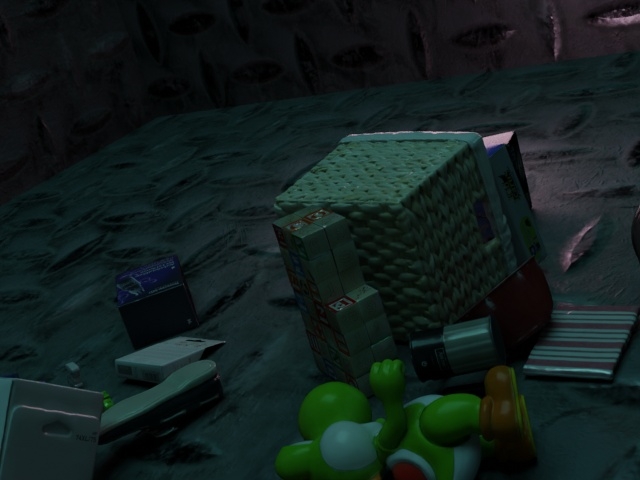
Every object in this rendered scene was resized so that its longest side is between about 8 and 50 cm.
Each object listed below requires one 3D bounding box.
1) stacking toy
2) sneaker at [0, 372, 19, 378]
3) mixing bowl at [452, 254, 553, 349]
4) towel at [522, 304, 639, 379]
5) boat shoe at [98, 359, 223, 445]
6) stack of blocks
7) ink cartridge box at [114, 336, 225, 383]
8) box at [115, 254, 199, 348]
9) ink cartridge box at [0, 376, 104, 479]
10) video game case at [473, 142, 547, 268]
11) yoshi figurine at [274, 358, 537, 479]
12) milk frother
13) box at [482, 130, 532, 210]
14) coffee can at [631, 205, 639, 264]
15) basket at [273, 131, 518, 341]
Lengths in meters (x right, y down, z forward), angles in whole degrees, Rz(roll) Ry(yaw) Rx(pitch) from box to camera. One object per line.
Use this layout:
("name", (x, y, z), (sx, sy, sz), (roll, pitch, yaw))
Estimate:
("stacking toy", (-0.514, 0.316, 1.796), (0.167, 0.052, 0.221), (-19, 25, -32))
("sneaker", (-0.676, 0.329, 1.885), (0.081, 0.090, 0.232), (-14, 0, 11))
("mixing bowl", (0.319, 0.118, 1.555), (0.181, 0.098, 0.181), (-38, -9, -7))
("towel", (0.425, 0.165, 1.505), (0.144, 0.029, 0.197), (-2, 28, 35))
("boat shoe", (-0.286, 0.299, 1.642), (0.255, 0.079, 0.095), (-29, 21, -33))
("stack of blocks", (0.028, 0.102, 1.587), (0.087, 0.297, 0.171), (-25, 21, -20))
("ink cartridge box", (-0.301, 0.240, 1.882), (0.145, 0.045, 0.179), (0, 9, 39))
("box", (-0.366, 0.132, 2.077), (0.153, 0.108, 0.207), (-20, 21, -8))
("ink cartridge box", (-0.523, 0.324, 1.497), (0.270, 0.197, 0.198), (-4, -17, 32))
("video game case", (0.283, -0.060, 1.827), (0.061, 0.244, 0.270), (-38, 22, -33))
("yoshi figurine", (0.109, 0.254, 1.327), (0.362, 0.203, 0.203), (-15, 5, 13))
("milk frother", (0.227, 0.172, 1.494), (0.135, 0.129, 0.143), (-14, 27, 19))
("box", (0.398, -0.132, 2.018), (0.078, 0.180, 0.147), (-11, 12, 20))
("coffee can", (0.600, 0.040, 1.434), (0.202, 0.201, 0.275), (-11, 22, 16))
("basket", (0.145, -0.004, 1.735), (0.331, 0.328, 0.266), (3, 33, 41))
